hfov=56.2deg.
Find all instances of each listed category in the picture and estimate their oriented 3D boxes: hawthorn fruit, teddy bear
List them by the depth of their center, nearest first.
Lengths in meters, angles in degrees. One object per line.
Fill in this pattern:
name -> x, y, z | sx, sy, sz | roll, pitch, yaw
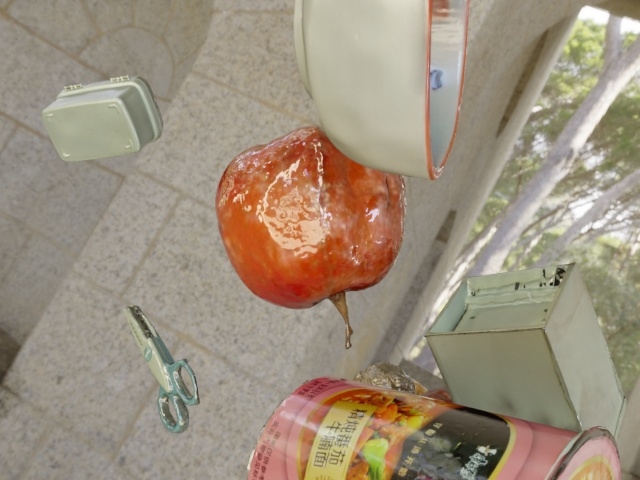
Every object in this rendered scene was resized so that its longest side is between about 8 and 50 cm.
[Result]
hawthorn fruit -> 0.000, 0.000, 0.735 | 0.241, 0.272, 0.242 | -12, -9, -2
teddy bear -> 0.147, 0.306, 1.111 | 0.177, 0.140, 0.190 | -14, -56, 44

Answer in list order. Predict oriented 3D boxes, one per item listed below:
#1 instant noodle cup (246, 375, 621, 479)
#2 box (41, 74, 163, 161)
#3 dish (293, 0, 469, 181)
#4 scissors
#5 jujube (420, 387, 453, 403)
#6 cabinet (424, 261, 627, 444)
instant noodle cup -> 0.078, 0.225, 0.485 | 0.255, 0.244, 0.244 | 10, -18, 41
box -> -0.442, -0.247, 1.223 | 0.210, 0.129, 0.148 | -5, -59, 15
dish -> 0.054, -0.178, 0.500 | 0.117, 0.256, 0.256 | 6, -15, 18
scissors -> -0.304, 0.220, 1.121 | 0.041, 0.138, 0.289 | 1, 37, -43
jujube -> 0.211, 0.343, 0.890 | 0.232, 0.213, 0.213 | 39, -4, 21
cabinet -> 0.248, 0.153, 0.712 | 0.145, 0.150, 0.206 | -12, -70, 41
